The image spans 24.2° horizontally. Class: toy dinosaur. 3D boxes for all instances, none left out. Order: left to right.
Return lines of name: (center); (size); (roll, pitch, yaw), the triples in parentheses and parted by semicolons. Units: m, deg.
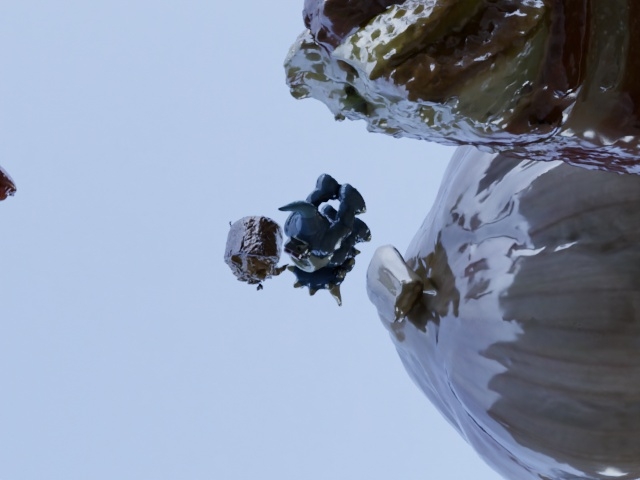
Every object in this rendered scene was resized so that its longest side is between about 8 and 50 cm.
toy dinosaur: (0.000, 0.000, 0.754); (0.047, 0.030, 0.083); (-53, -26, -25)

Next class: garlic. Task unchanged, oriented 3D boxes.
garlic: (0.180, 0.045, 1.111); (0.241, 0.322, 0.322); (-25, -72, -26)

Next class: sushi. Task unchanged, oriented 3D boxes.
sushi: (-0.060, 0.013, 1.337); (0.061, 0.118, 0.060); (9, -102, 7)

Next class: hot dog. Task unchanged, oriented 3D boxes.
hot dog: (0.086, -0.085, 0.623); (0.213, 0.146, 0.103); (6, -87, -38)

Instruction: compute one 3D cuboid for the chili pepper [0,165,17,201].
chili pepper: (-0.325, -0.099, 1.090); (0.071, 0.063, 0.272); (-50, -56, -7)
